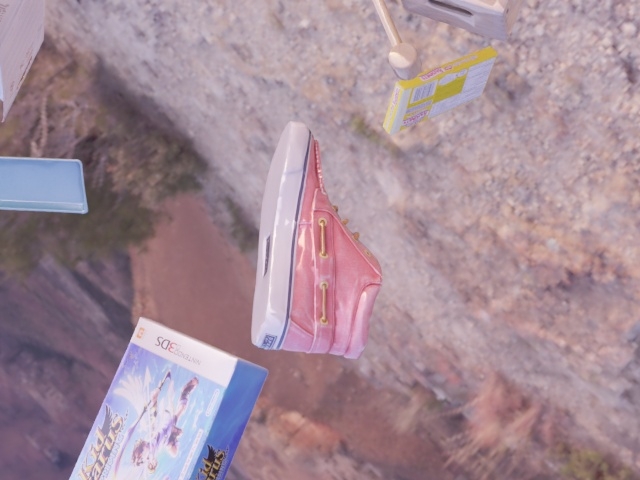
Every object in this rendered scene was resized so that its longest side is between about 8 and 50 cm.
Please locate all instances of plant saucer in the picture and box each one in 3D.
[{"bbox_3d":[-0.355,-0.066,1.067,0.018,0.192,0.067,-85,-3,-59],"label":"plant saucer"}]

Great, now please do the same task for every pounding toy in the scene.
[{"bbox_3d":[0.126,-0.282,1.052,0.181,0.206,0.094,22,175,16],"label":"pounding toy"}]

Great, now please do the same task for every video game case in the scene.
[{"bbox_3d":[-0.209,0.255,1.251,0.061,0.269,0.244,29,170,-39],"label":"video game case"}]

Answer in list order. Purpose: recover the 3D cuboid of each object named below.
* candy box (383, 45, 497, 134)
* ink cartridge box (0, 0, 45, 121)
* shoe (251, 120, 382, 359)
[{"bbox_3d":[0.201,-0.251,1.600,0.027,0.206,0.105,53,151,24],"label":"candy box"},{"bbox_3d":[-0.388,-0.252,1.194,0.045,0.145,0.179,21,154,-10],"label":"ink cartridge box"},{"bbox_3d":[0.000,0.000,0.702,0.081,0.177,0.063,12,154,-15],"label":"shoe"}]
